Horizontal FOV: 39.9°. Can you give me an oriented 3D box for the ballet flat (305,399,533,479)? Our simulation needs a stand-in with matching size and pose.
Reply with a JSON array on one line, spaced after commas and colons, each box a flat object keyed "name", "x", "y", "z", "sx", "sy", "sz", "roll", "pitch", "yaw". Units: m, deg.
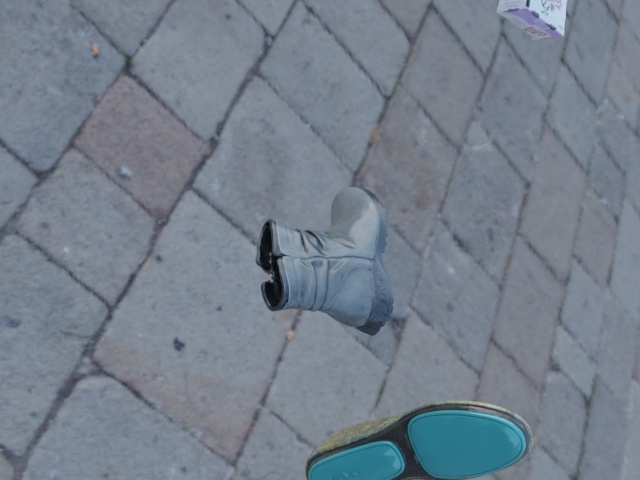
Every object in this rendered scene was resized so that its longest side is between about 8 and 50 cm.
[{"name": "ballet flat", "x": 0.140, "y": 0.292, "z": 1.281, "sx": 0.123, "sy": 0.348, "sz": 0.123, "roll": 47, "pitch": 32, "yaw": -41}]

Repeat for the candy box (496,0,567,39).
[{"name": "candy box", "x": 0.420, "y": -0.512, "z": 1.714, "sx": 0.165, "sy": 0.070, "sz": 0.196, "roll": 12, "pitch": 83, "yaw": -51}]

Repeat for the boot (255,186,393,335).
[{"name": "boot", "x": 0.000, "y": 0.000, "z": 1.094, "sx": 0.161, "sy": 0.083, "sz": 0.246, "roll": 20, "pitch": 39, "yaw": -23}]
